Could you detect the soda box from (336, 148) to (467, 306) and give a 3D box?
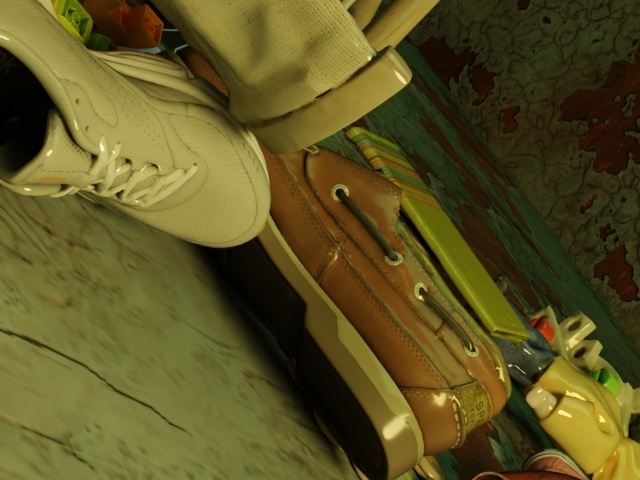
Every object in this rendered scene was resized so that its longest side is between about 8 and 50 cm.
[{"bbox_3d":[0.058,0.004,1.411,0.181,0.058,0.061,45,12,-31],"label":"soda box"}]

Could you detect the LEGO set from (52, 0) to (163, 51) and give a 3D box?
[{"bbox_3d":[-0.166,-0.128,0.889,0.227,0.093,0.087,51,36,-43],"label":"LEGO set"}]

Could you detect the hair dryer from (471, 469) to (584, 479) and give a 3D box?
[{"bbox_3d":[0.202,0.257,1.106,0.293,0.080,0.223,47,12,-16],"label":"hair dryer"}]

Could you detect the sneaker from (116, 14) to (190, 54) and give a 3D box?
[{"bbox_3d":[-0.095,-0.157,1.231,0.081,0.090,0.232,52,11,1],"label":"sneaker"}]

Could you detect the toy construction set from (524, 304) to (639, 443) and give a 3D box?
[{"bbox_3d":[0.349,0.203,1.695,0.328,0.151,0.215,39,39,-19],"label":"toy construction set"}]

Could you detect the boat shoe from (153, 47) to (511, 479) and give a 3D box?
[{"bbox_3d":[0.000,0.000,0.968,0.307,0.104,0.110,58,-21,14],"label":"boat shoe"}]

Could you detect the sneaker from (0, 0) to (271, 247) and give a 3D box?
[{"bbox_3d":[-0.125,-0.051,0.800,0.262,0.099,0.121,34,26,-34],"label":"sneaker"}]

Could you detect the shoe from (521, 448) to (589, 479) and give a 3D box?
[{"bbox_3d":[0.241,0.256,1.329,0.178,0.063,0.081,43,14,-12],"label":"shoe"}]

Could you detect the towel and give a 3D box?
[{"bbox_3d":[0.105,-0.004,1.425,0.237,0.021,0.102,56,17,22],"label":"towel"}]

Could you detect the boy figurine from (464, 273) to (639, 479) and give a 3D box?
[{"bbox_3d":[0.234,0.164,1.515,0.285,0.092,0.177,52,11,2],"label":"boy figurine"}]

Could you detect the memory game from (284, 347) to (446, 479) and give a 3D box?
[{"bbox_3d":[0.034,0.123,1.044,0.186,0.012,0.186,48,11,-13],"label":"memory game"}]

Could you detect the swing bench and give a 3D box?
[{"bbox_3d":[-0.042,-0.205,0.831,0.253,0.165,0.254,49,46,-13],"label":"swing bench"}]
